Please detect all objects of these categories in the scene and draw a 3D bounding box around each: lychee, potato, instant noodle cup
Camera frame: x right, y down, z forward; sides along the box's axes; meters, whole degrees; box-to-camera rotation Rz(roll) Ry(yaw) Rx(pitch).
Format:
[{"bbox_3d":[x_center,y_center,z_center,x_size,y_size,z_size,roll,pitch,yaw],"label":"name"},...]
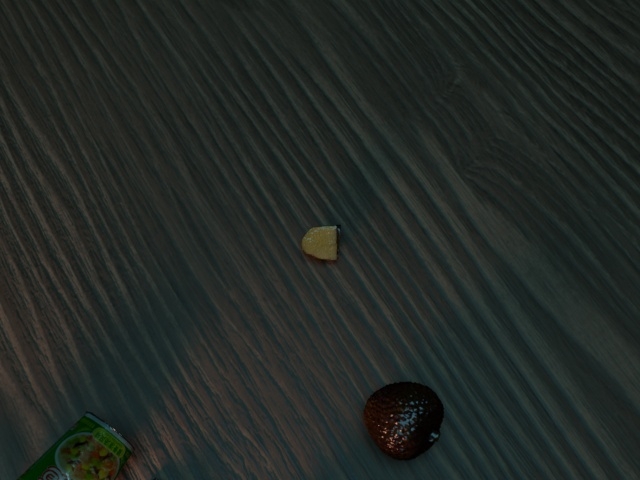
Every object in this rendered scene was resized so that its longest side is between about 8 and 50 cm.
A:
[{"bbox_3d":[0.198,0.420,1.686,0.194,0.194,0.195,1,67,-1],"label":"lychee"},{"bbox_3d":[0.000,0.000,1.916,0.103,0.066,0.096,7,91,-4],"label":"potato"},{"bbox_3d":[-0.545,0.523,1.620,0.207,0.207,0.233,32,62,12],"label":"instant noodle cup"}]

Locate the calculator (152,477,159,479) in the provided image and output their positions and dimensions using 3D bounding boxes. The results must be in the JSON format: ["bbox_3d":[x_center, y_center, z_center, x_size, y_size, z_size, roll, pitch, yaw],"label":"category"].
[{"bbox_3d":[-0.324,0.677,1.627,0.274,0.028,0.166,28,68,17],"label":"calculator"}]
